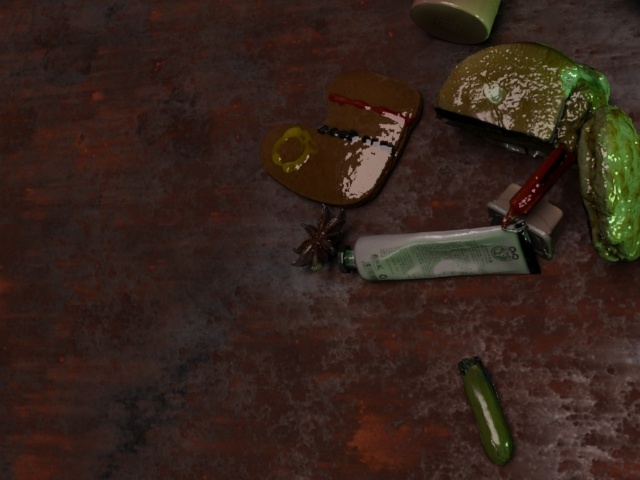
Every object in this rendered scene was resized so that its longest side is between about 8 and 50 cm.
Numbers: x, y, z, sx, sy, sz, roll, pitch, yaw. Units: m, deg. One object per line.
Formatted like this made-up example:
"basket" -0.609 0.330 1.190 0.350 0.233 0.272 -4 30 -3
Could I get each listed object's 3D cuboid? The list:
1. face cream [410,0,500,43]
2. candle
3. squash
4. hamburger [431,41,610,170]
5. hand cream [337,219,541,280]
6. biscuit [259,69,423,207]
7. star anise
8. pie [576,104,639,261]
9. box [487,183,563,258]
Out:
"face cream" 0.244 -0.430 1.654 0.149 0.149 0.104 15 79 25
"candle" 0.337 -0.077 1.445 0.048 0.053 0.162 35 106 -12
"squash" 0.266 0.271 1.492 0.052 0.052 0.183 -21 64 15
"hamburger" 0.351 -0.233 1.542 0.288 0.167 0.192 22 83 25
"hand cream" 0.192 0.023 1.566 0.336 0.121 0.076 -4 48 24
"biscuit" 0.031 -0.203 1.724 0.262 0.052 0.277 29 86 26
"star anise" 0.000 0.001 1.665 0.141 0.042 0.141 -34 37 31
"pie" 0.447 -0.084 1.425 0.090 0.201 0.248 -3 107 36
"box" 0.342 -0.035 1.535 0.122 0.089 0.062 33 77 26
